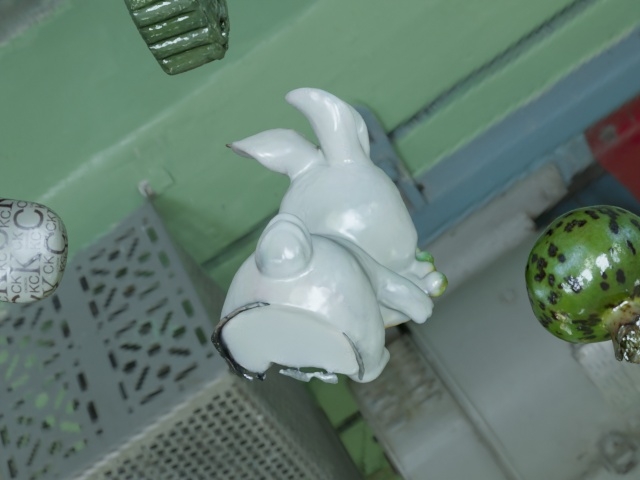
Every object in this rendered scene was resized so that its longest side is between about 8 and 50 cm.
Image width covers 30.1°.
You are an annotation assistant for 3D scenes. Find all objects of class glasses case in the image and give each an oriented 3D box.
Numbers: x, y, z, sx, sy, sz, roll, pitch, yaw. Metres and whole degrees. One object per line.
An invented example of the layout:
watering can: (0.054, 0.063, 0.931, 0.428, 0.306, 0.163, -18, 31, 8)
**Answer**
glasses case: (-0.504, 0.000, 1.553, 0.354, 0.085, 0.137, 7, 86, 6)

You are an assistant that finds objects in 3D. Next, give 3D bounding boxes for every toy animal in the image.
toy animal: (0.001, 0.005, 1.310, 0.182, 0.310, 0.247, -21, 126, 39)

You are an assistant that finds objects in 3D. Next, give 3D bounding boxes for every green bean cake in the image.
green bean cake: (-0.225, -0.397, 1.805, 0.124, 0.227, 0.222, -19, 141, 11)

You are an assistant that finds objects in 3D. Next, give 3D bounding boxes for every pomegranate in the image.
pomegranate: (0.235, 0.043, 0.977, 0.122, 0.161, 0.122, -15, 140, -13)
